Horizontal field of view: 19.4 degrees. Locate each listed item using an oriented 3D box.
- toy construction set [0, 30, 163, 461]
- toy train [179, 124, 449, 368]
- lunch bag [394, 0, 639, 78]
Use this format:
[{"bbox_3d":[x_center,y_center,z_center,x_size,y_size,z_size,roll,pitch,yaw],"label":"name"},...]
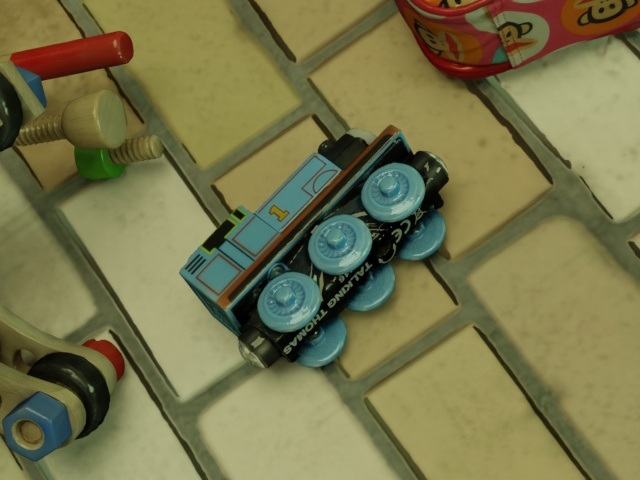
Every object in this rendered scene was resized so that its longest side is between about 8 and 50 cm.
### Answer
[{"bbox_3d":[-0.262,-0.006,1.242,0.237,0.257,0.309,-7,42,26],"label":"toy construction set"},{"bbox_3d":[0.000,0.000,1.227,0.184,0.080,0.105,-47,56,-9],"label":"toy train"},{"bbox_3d":[0.168,-0.267,1.286,0.293,0.120,0.258,-20,61,6],"label":"lunch bag"}]
